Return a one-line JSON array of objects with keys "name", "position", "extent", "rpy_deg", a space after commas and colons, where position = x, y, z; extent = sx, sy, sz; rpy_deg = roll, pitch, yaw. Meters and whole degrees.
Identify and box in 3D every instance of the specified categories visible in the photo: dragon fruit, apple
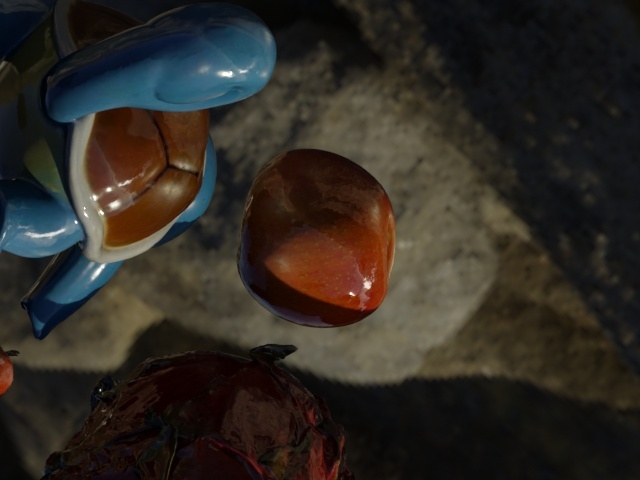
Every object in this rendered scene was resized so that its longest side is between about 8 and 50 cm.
[{"name": "dragon fruit", "position": [-0.101, 0.209, 1.583], "extent": [0.244, 0.299, 0.244], "rpy_deg": [5, 96, 51]}, {"name": "apple", "position": [0.000, 0.000, 1.678], "extent": [0.139, 0.163, 0.163], "rpy_deg": [15, 153, 6]}]

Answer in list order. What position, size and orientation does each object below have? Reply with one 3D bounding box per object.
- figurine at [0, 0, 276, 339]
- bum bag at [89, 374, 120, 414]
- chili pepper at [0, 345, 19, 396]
[{"name": "figurine", "position": [-0.182, -0.096, 1.458], "extent": [0.416, 0.243, 0.298], "rpy_deg": [131, 125, -73]}, {"name": "bum bag", "position": [-0.203, 0.256, 1.807], "extent": [0.060, 0.248, 0.123], "rpy_deg": [6, 167, 15]}, {"name": "chili pepper", "position": [-0.334, 0.122, 1.763], "extent": [0.086, 0.192, 0.084], "rpy_deg": [-34, 83, 25]}]
